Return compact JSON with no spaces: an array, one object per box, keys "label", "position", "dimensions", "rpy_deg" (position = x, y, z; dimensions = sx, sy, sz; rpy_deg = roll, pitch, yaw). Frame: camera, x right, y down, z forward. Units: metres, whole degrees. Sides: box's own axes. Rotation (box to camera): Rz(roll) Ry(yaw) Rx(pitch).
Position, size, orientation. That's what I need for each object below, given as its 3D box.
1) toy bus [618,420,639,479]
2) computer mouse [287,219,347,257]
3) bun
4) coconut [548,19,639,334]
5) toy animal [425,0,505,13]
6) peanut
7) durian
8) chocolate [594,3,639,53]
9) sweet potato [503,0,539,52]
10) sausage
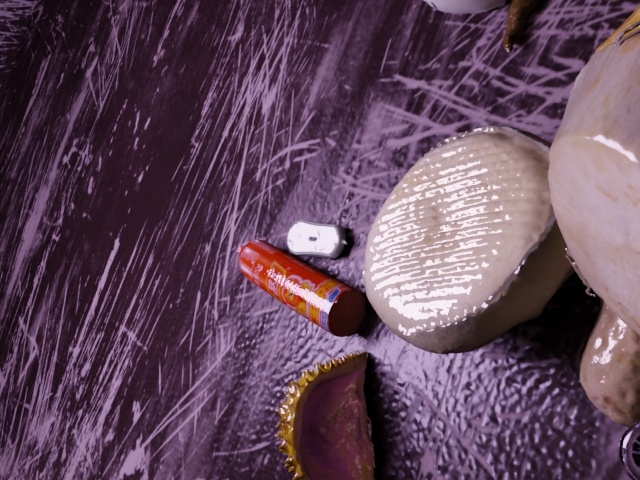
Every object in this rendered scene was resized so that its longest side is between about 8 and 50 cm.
[{"label":"toy bus","position":[0.339,0.294,0.582],"dimensions":[0.151,0.145,0.331],"rpy_deg":[-4,74,44]},{"label":"computer mouse","position":[0.000,0.000,1.088],"dimensions":[0.110,0.032,0.056],"rpy_deg":[6,82,35]},{"label":"bun","position":[0.184,0.007,0.830],"dimensions":[0.287,0.146,0.287],"rpy_deg":[-30,43,32]},{"label":"coconut","position":[0.339,-0.055,0.501],"dimensions":[0.323,0.323,0.323],"rpy_deg":[-16,66,40]},{"label":"toy animal","position":[0.168,-0.430,0.946],"dimensions":[0.212,0.212,0.267],"rpy_deg":[-20,57,38]},{"label":"peanut","position":[0.322,0.054,0.701],"dimensions":[0.123,0.123,0.257],"rpy_deg":[19,91,46]},{"label":"durian","position":[0.009,0.250,0.948],"dimensions":[0.132,0.165,0.182],"rpy_deg":[-3,98,12]},{"label":"chocolate","position":[0.399,-0.263,0.765],"dimensions":[0.219,0.085,0.086],"rpy_deg":[-39,53,33]},{"label":"sweet potato","position":[0.273,-0.317,0.926],"dimensions":[0.153,0.038,0.041],"rpy_deg":[-61,23,13]},{"label":"sausage","position":[-0.045,0.060,1.084],"dimensions":[0.274,0.074,0.074],"rpy_deg":[28,96,46]}]
